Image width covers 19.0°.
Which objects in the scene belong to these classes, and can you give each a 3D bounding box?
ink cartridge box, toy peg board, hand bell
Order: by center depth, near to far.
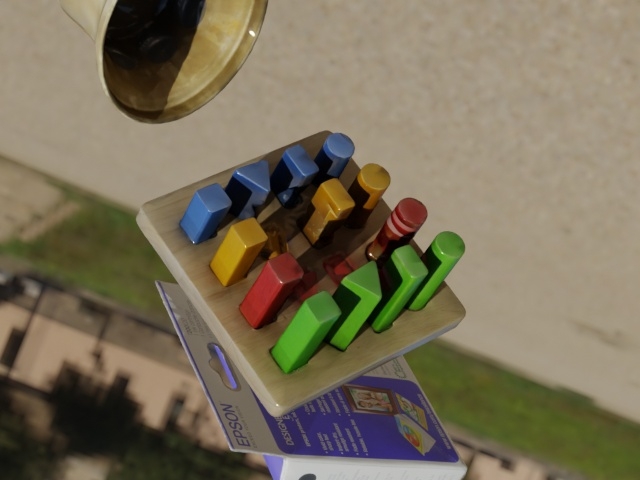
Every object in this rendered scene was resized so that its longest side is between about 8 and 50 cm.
[{"bbox_3d":[-0.158,-0.177,1.137,0.242,0.126,0.126,34,-176,32],"label":"hand bell"},{"bbox_3d":[0.000,0.000,1.200,0.160,0.161,0.079,54,143,16],"label":"toy peg board"},{"bbox_3d":[-0.016,0.117,1.496,0.208,0.045,0.206,9,-148,-29],"label":"ink cartridge box"}]
